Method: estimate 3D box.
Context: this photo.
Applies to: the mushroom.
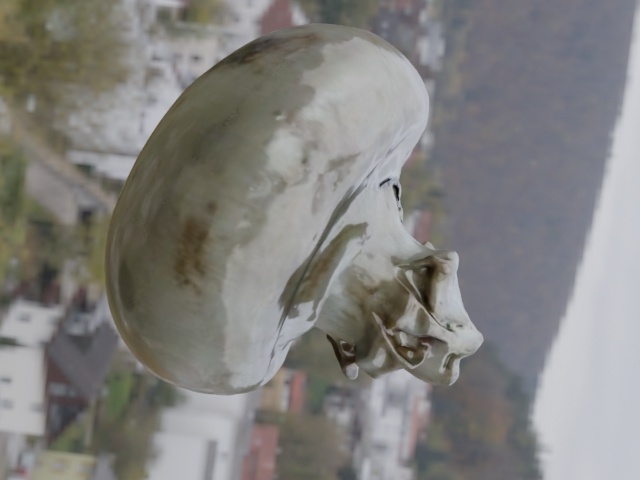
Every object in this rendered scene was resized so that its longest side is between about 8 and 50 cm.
[{"bbox_3d":[0.000,0.000,0.354,0.085,0.079,0.085,-55,169,-16],"label":"mushroom"}]
